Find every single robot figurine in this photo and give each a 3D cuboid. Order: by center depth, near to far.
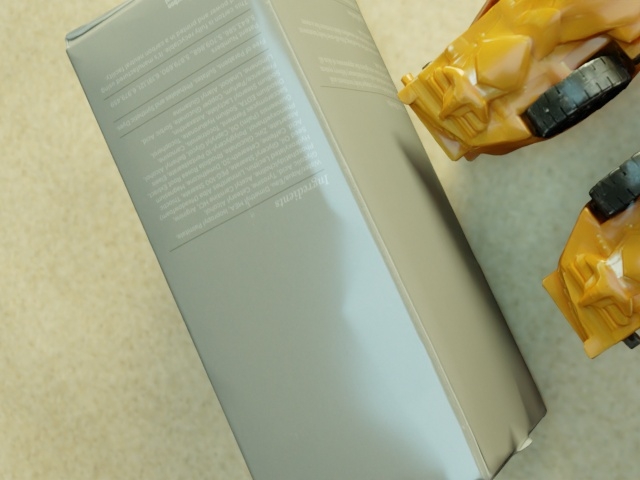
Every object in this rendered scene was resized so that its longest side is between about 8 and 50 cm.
[{"bbox_3d":[0.184,-0.095,0.402,0.291,0.085,0.211,-38,79,21],"label":"robot figurine"}]

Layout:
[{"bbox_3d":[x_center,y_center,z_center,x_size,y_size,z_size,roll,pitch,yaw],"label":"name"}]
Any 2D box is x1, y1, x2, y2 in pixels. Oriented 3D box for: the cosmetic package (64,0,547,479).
[{"bbox_3d":[0.000,0.000,0.463,0.107,0.127,0.237,-24,82,22],"label":"cosmetic package"}]
